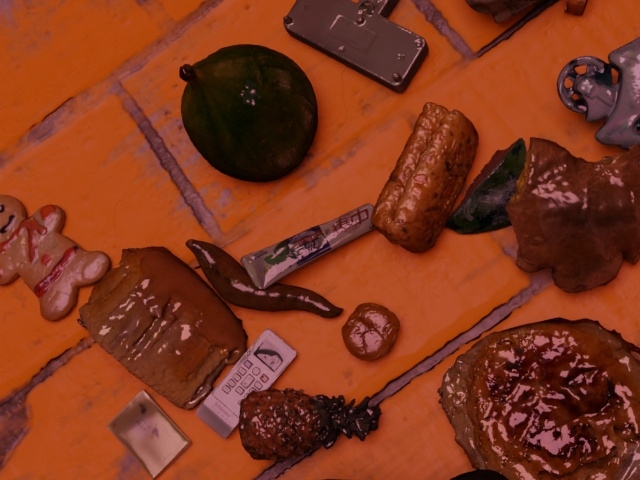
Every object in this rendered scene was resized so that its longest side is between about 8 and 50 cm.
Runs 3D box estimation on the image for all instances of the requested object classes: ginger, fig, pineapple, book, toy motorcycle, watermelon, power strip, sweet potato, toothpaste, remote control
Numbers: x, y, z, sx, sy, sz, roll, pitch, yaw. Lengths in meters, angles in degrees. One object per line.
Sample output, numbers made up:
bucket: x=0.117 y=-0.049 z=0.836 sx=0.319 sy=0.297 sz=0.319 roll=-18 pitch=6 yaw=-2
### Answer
ginger: x=0.388 y=-0.030 z=1.717 sx=0.270 sy=0.123 sz=0.218 roll=12 pitch=101 yaw=5
fig: x=-0.115 y=-0.204 z=1.807 sx=0.203 sy=0.235 sz=0.203 roll=-5 pitch=72 yaw=14
pineapple: x=-0.013 y=0.250 z=1.739 sx=0.198 sy=0.108 sz=0.108 roll=-4 pitch=75 yaw=5
book: x=-0.249 y=0.280 z=1.823 sx=0.077 sy=0.014 sz=0.111 roll=-45 pitch=72 yaw=-2
toy motorcycle: x=0.477 y=-0.206 z=1.740 sx=0.260 sy=0.154 sz=0.206 roll=-29 pitch=95 yaw=11
watermelon: x=0.247 y=-0.061 z=1.796 sx=0.155 sy=0.080 sz=0.101 roll=-44 pitch=107 yaw=-4
power strip: x=0.066 y=-0.332 z=1.893 sx=0.216 sy=0.061 sz=0.145 roll=30 pitch=84 yaw=17
sweet potato: x=-0.090 y=0.073 z=1.825 sx=0.249 sy=0.059 sz=0.069 roll=24 pitch=72 yaw=12
toothpaste: x=0.000 y=0.000 z=1.816 sx=0.233 sy=0.038 sz=0.060 roll=-26 pitch=66 yaw=-7
remote control: x=-0.106 y=0.205 z=1.805 sx=0.061 sy=0.029 sz=0.162 roll=41 pitch=83 yaw=5
power strip: x=0.398 y=-0.412 z=1.851 sx=0.028 sy=0.049 sz=0.178 roll=18 pitch=80 yaw=11

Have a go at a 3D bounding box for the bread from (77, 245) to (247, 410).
bread: x=-0.241 y=0.110 z=1.803 sx=0.251 sy=0.133 sz=0.174 roll=42 pitch=89 yaw=17

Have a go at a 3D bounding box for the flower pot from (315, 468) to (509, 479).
flower pot: x=0.073 y=0.443 z=1.583 sx=0.251 sy=0.379 sz=0.379 roll=11 pitch=77 yaw=36

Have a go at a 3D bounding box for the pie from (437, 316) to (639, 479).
pie: x=0.316 y=0.243 z=1.679 sx=0.308 sy=0.085 sz=0.308 roll=-3 pitch=76 yaw=10

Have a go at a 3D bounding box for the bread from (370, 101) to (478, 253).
bread: x=0.152 y=-0.087 z=1.788 sx=0.083 sy=0.114 sz=0.211 roll=18 pitch=80 yaw=32

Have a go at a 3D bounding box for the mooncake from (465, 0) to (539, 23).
mooncake: x=0.290 y=-0.475 z=1.818 sx=0.254 sy=0.136 sz=0.250 roll=-28 pitch=66 yaw=16

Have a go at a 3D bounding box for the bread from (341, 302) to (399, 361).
bread: x=0.072 y=0.128 z=1.780 sx=0.083 sy=0.046 sz=0.081 roll=-29 pitch=74 yaw=2

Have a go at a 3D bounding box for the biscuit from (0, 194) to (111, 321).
biscuit: x=-0.440 y=0.015 z=1.925 sx=0.234 sy=0.030 sz=0.153 roll=42 pitch=85 yaw=18
